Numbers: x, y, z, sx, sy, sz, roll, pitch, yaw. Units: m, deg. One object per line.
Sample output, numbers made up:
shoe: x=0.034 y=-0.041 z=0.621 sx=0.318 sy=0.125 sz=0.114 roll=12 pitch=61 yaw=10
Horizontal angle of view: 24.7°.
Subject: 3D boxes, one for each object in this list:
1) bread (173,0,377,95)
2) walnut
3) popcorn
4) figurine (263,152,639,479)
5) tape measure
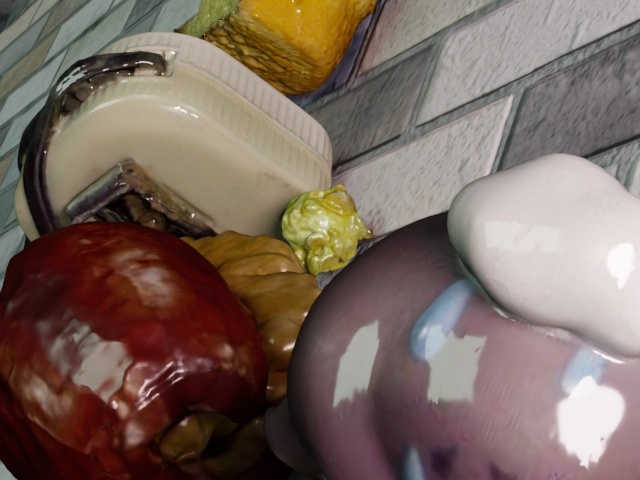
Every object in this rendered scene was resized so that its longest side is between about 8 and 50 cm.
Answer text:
bread: x=-0.036 y=-0.204 z=1.294 sx=0.143 sy=0.139 sz=0.229 roll=-62 pitch=17 yaw=-14
walnut: x=-0.104 y=0.087 z=1.000 sx=0.244 sy=0.222 sz=0.269 roll=-30 pitch=28 yaw=-25
popcorn: x=0.000 y=-0.001 z=1.071 sx=0.068 sy=0.059 sz=0.083 roll=40 pitch=124 yaw=39
figurine: x=0.037 y=0.154 z=0.600 sx=0.365 sy=0.206 sz=0.218 roll=-59 pitch=24 yaw=-4
tape measure: x=-0.149 y=-0.029 z=1.174 sx=0.271 sy=0.231 sz=0.133 roll=-40 pitch=28 yaw=35
